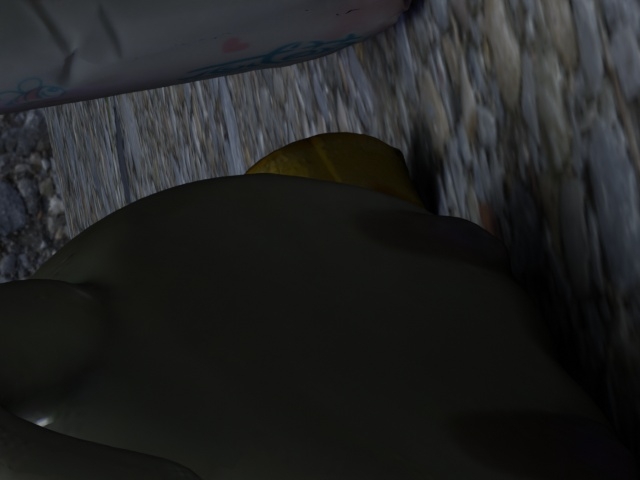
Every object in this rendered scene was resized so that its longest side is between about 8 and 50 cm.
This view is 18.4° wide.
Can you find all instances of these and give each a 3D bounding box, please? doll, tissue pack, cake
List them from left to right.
[{"bbox_3d":[-0.120,-0.108,0.731,0.201,0.271,0.124,-158,57,-77],"label":"tissue pack"},{"bbox_3d":[-0.021,0.146,0.611,0.215,0.226,0.370,49,146,45],"label":"doll"},{"bbox_3d":[0.000,0.000,0.730,0.084,0.084,0.044,91,157,-47],"label":"cake"}]
